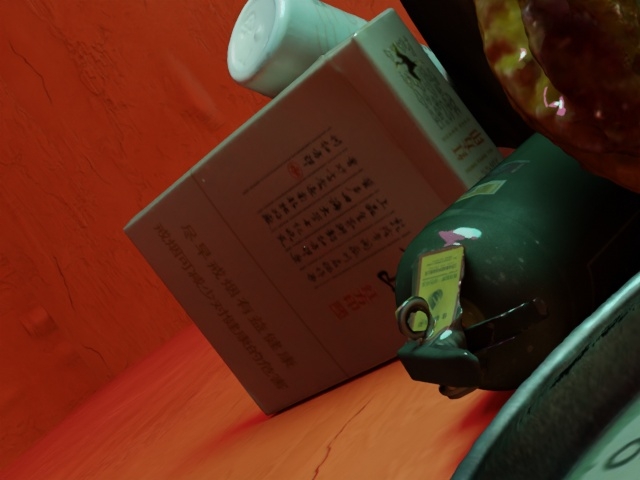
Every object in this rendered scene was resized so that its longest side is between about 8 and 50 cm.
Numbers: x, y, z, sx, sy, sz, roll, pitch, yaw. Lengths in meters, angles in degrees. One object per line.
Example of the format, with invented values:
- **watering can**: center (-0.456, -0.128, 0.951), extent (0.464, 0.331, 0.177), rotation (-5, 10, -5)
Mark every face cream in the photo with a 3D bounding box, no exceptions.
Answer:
- **face cream**: center (0.061, -0.114, 1.043), extent (0.082, 0.269, 0.081), rotation (-33, 49, 48)

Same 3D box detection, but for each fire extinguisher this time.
- **fire extinguisher**: center (0.125, -0.004, 0.721), extent (0.114, 0.095, 0.311), rotation (-18, 15, 46)

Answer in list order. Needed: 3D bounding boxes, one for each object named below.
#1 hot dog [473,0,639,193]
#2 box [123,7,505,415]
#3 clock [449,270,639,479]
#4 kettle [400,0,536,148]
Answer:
- **hot dog**: center (0.247, -0.175, 0.670), extent (0.388, 0.267, 0.174), rotation (-35, -28, -23)
- **box**: center (0.001, -0.001, 1.000), extent (0.051, 0.204, 0.365), rotation (-39, 4, -36)
- **clock**: center (0.163, 0.016, 0.308), extent (0.319, 0.066, 0.319), rotation (-35, 3, 2)
- **kettle**: center (0.209, -0.191, 0.910), extent (0.321, 0.324, 0.228), rotation (-21, 42, 15)
